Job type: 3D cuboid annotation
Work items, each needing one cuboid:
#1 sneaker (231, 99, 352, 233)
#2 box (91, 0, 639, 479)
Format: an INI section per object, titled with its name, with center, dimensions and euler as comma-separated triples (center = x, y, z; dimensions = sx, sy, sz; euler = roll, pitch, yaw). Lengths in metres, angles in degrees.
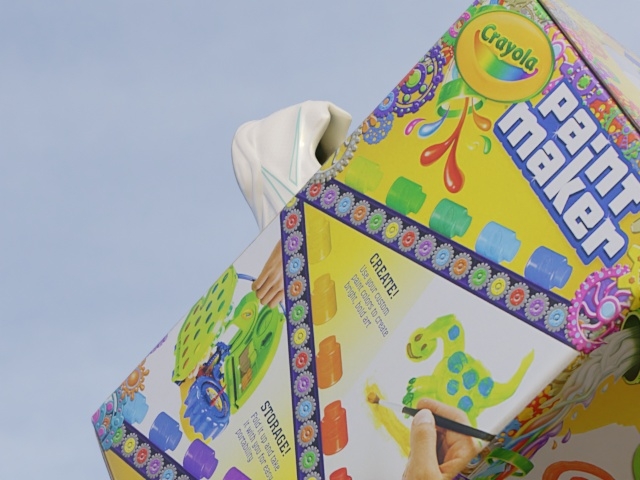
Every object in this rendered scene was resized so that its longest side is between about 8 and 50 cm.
[sneaker]
center = 0.000, 0.000, 0.977
dimensions = 0.061, 0.152, 0.053
euler = -25, -18, 32
[box]
center = 0.112, 0.088, 0.849
dimensions = 0.290, 0.177, 0.279
euler = 29, -67, -40
